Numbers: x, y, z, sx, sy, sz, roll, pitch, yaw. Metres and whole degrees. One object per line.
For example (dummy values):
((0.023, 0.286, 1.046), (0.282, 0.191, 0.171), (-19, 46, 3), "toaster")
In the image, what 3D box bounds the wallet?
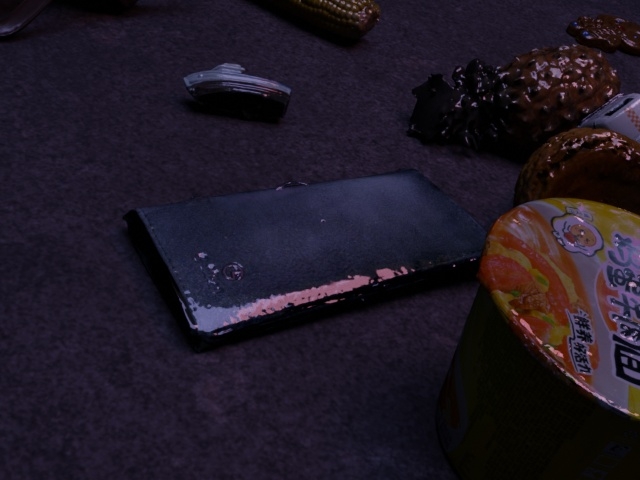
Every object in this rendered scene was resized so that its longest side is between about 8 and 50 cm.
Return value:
((0.000, 0.000, 0.956), (0.379, 0.046, 0.191), (-12, 46, -30), "wallet")

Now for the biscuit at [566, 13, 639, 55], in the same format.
((0.534, -0.379, 1.617), (0.175, 0.026, 0.124), (-6, 44, -26), "biscuit")

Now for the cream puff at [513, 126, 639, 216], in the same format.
((0.318, -0.052, 1.069), (0.183, 0.183, 0.169), (17, 14, -1), "cream puff")

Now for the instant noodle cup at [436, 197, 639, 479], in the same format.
((0.232, 0.119, 0.779), (0.264, 0.200, 0.264), (10, 40, -9), "instant noodle cup")

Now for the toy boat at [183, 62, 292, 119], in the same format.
((-0.106, -0.196, 1.137), (0.140, 0.059, 0.066), (6, 52, -12), "toy boat")

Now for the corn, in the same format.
((-0.052, -0.406, 1.385), (0.320, 0.097, 0.097), (32, 41, 16), "corn")

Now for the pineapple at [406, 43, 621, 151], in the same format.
((0.253, -0.192, 1.212), (0.278, 0.158, 0.158), (-2, 41, -6), "pineapple")

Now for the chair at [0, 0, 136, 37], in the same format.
((-0.348, -0.387, 1.236), (0.326, 0.183, 0.175), (-46, 62, 1), "chair")

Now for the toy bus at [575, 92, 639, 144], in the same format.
((0.418, -0.094, 1.126), (0.087, 0.089, 0.194), (-35, 93, -5), "toy bus")
